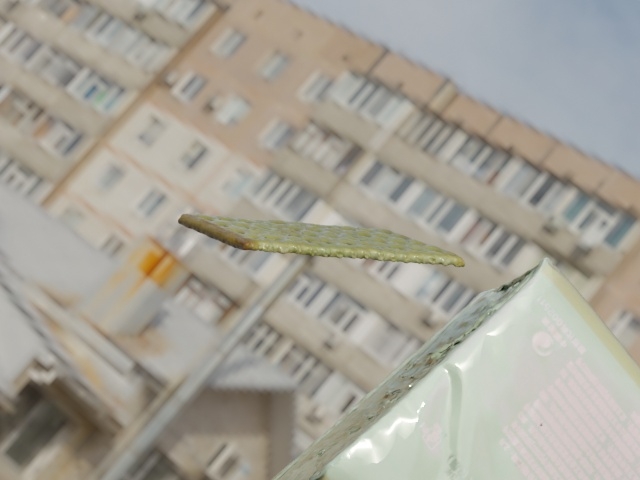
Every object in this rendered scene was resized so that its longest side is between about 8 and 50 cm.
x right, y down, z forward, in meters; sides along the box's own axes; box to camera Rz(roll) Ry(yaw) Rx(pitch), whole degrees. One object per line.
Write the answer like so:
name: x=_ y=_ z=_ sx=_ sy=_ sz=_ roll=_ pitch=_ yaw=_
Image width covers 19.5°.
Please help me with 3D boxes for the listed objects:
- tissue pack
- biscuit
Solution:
tissue pack: x=0.195 y=0.276 z=1.679 sx=0.405 sy=0.331 sz=0.205 roll=52 pitch=-23 yaw=-4
biscuit: x=0.000 y=0.000 z=1.648 sx=0.231 sy=0.016 sz=0.139 roll=4 pitch=9 yaw=-33
